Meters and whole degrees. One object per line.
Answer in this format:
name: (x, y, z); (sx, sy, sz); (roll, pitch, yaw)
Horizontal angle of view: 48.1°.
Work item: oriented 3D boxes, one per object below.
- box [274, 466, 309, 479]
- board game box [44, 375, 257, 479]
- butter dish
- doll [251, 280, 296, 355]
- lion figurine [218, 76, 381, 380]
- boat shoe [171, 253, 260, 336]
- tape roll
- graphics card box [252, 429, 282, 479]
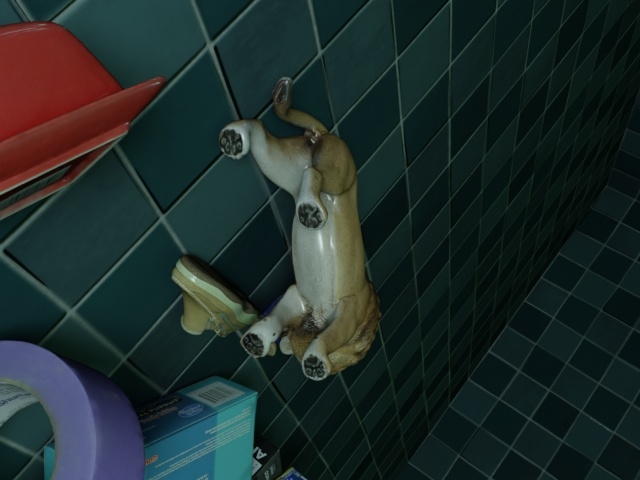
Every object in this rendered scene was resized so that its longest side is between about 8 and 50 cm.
box: (-0.077, 0.408, 1.063); (0.169, 0.059, 0.054); (-20, 136, -53)
board game box: (-0.194, 0.361, 0.852); (0.253, 0.079, 0.336); (-13, 112, -53)
butter dish: (-0.201, -0.079, 0.423); (0.160, 0.118, 0.160); (-38, -170, -39)
doll: (-0.020, 0.081, 1.017); (0.189, 0.046, 0.129); (-40, 141, -32)
lion figurine: (0.000, 0.000, 0.820); (0.240, 0.142, 0.392); (-39, 137, -60)
boat shoe: (-0.125, 0.076, 0.801); (0.072, 0.068, 0.190); (-43, 154, -4)
tape roll: (-0.239, 0.178, 0.555); (0.189, 0.189, 0.080); (-53, 156, -10)
graphics card box: (-0.206, 0.469, 1.076); (0.371, 0.094, 0.233); (-44, 151, -30)
